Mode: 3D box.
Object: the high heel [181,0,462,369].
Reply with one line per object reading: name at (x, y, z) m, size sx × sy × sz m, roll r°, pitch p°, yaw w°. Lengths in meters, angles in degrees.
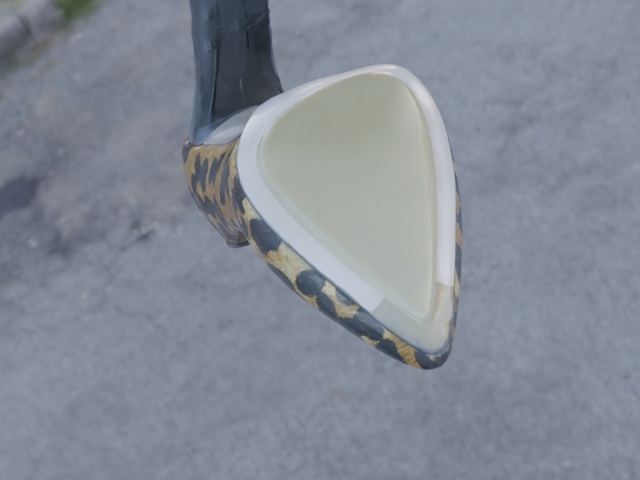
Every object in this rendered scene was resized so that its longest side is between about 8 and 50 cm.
high heel at (0.000, 0.000, 0.608) m, size 0.093 × 0.186 × 0.261 m, roll -17°, pitch 49°, yaw -14°
